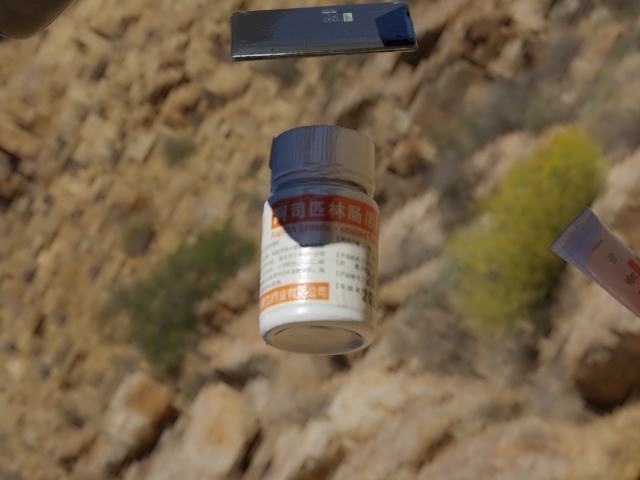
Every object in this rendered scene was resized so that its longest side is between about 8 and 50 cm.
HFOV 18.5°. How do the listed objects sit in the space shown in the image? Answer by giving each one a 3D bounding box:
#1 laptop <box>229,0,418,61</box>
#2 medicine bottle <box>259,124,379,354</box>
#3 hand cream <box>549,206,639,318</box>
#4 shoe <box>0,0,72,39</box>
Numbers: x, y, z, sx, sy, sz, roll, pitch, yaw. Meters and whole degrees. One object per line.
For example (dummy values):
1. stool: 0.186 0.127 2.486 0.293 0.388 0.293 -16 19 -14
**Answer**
1. laptop: 0.001 -0.205 1.919 0.129 0.180 0.016 -96 2 -66
2. medicine bottle: 0.000 0.000 2.334 0.144 0.144 0.252 107 166 -66
3. hand cream: 0.339 0.053 2.054 0.052 0.216 0.038 -52 7 -14
4. shoe: -0.157 -0.231 1.285 0.099 0.112 0.227 14 -77 -41
